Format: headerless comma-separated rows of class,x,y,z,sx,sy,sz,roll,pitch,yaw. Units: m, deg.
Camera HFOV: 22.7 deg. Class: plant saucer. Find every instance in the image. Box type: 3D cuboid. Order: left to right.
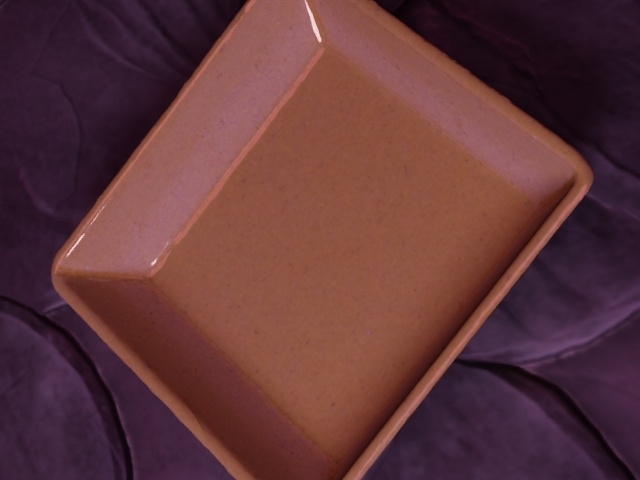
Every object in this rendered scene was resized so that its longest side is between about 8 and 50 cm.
plant saucer,0.000,0.000,1.200,0.333,0.081,0.333,41,96,32
